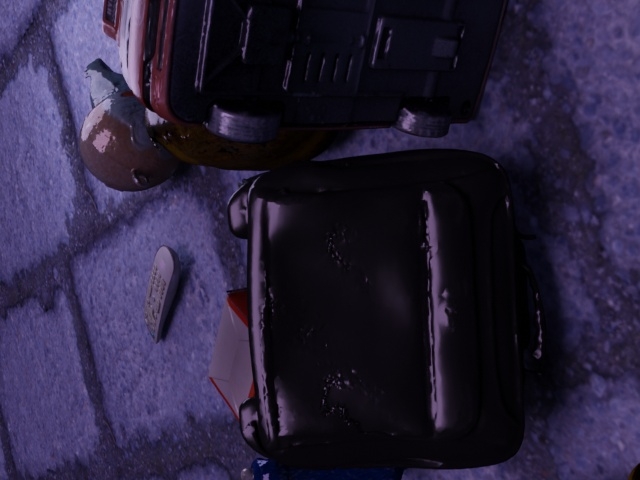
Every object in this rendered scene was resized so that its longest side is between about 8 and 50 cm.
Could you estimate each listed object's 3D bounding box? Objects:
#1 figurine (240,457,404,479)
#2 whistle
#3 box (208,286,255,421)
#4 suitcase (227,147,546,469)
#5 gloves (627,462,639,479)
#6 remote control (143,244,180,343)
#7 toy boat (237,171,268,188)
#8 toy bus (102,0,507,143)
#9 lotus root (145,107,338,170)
[{"bbox_3d":[0.027,0.287,1.078,0.121,0.262,0.164,40,140,49],"label":"figurine"},{"bbox_3d":[-0.342,-0.223,1.483,0.189,0.189,0.347,-60,40,36],"label":"whistle"},{"bbox_3d":[-0.094,0.180,1.312,0.133,0.099,0.182,42,128,40],"label":"box"},{"bbox_3d":[0.076,0.075,0.944,0.339,0.188,0.345,-3,89,5],"label":"suitcase"},{"bbox_3d":[0.293,0.347,0.904,0.294,0.116,0.133,-56,49,46],"label":"gloves"},{"bbox_3d":[-0.296,0.100,1.570,0.073,0.044,0.229,53,140,33],"label":"remote control"},{"bbox_3d":[-0.003,0.001,1.156,0.296,0.122,0.114,30,143,39],"label":"toy boat"},{"bbox_3d":[-0.008,-0.236,0.889,0.233,0.427,0.203,34,121,44],"label":"toy bus"},{"bbox_3d":[-0.109,-0.184,1.191,0.397,0.196,0.179,-2,101,48],"label":"lotus root"}]
